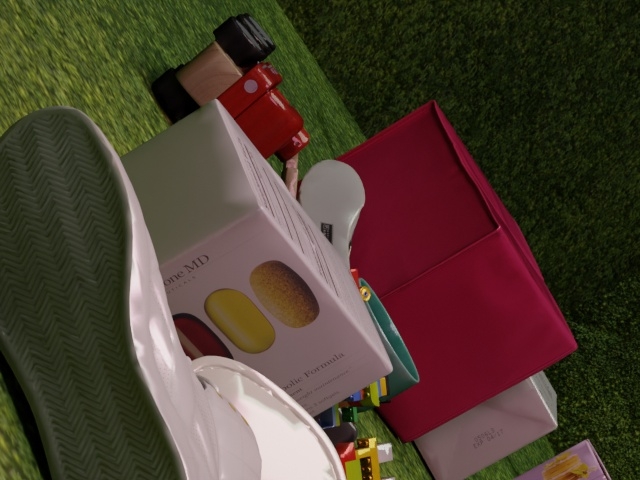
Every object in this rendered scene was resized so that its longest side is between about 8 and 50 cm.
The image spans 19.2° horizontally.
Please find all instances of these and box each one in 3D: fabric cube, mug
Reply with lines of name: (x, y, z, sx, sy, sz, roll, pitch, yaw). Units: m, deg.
fabric cube: (0.121, 0.040, 2.322, 0.258, 0.254, 0.259, 51, 12, -43)
mug: (0.037, 0.124, 2.019, 0.158, 0.097, 0.129, 52, 10, -52)

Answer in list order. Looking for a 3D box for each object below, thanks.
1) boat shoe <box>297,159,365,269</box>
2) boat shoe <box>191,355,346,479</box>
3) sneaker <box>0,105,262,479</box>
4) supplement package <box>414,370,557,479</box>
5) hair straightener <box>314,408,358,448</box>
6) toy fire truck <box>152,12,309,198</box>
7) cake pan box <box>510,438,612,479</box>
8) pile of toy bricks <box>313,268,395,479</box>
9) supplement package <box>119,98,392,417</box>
boat shoe: (0.000, 0.000, 2.186, 0.070, 0.078, 0.219, 113, -10, -47)
boat shoe: (-0.021, 0.226, 1.370, 0.319, 0.116, 0.099, 53, -35, -9)
sneaker: (-0.121, 0.073, 1.158, 0.169, 0.108, 0.292, 48, 24, -66)
supplement package: (0.204, 0.198, 2.559, 0.175, 0.177, 0.293, 60, 7, 1)
hair straightener: (-0.036, 0.108, 1.777, 0.230, 0.047, 0.089, 58, 7, -17)
toy fire truck: (-0.070, -0.109, 2.115, 0.246, 0.158, 0.217, 50, 8, -4)
cake pan box: (0.197, 0.341, 1.696, 0.267, 0.246, 0.070, 56, 9, -26)
pile of toy bricks: (-0.011, 0.136, 1.680, 0.105, 0.118, 0.212, -6, 89, -45)
supplement package: (-0.067, 0.031, 1.510, 0.244, 0.139, 0.134, 51, 11, -46)
